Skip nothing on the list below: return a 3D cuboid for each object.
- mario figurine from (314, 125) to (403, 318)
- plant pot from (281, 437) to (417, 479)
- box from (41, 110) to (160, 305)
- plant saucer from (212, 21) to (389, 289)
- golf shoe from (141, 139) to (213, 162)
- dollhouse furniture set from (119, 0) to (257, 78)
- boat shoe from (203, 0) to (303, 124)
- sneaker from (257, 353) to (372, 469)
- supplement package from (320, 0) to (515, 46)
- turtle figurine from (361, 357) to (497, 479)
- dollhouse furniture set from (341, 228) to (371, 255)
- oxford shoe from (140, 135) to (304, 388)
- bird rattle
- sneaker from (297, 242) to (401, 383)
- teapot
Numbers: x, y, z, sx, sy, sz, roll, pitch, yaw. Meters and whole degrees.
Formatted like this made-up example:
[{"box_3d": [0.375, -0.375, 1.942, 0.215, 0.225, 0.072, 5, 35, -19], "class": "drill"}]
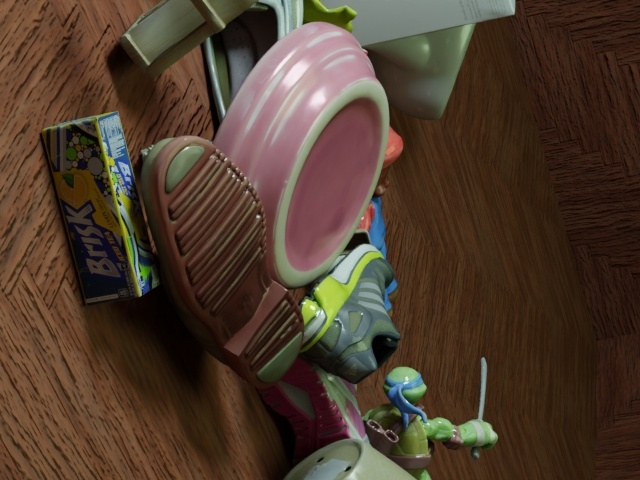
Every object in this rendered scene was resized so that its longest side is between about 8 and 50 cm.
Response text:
[{"box_3d": [0.022, -0.045, 2.087, 0.198, 0.170, 0.320, -141, -140, -58], "class": "mario figurine"}, {"box_3d": [0.070, 0.376, 1.777, 0.274, 0.256, 0.256, 57, 23, -16], "class": "plant pot"}, {"box_3d": [-0.200, -0.029, 1.399, 0.054, 0.059, 0.169, -36, 114, -70], "class": "box"}, {"box_3d": [-0.017, -0.076, 1.708, 0.332, 0.084, 0.332, -50, 152, -38], "class": "plant saucer"}, {"box_3d": [-0.136, -0.064, 1.623, 0.176, 0.069, 0.086, -2, 88, -72], "class": "golf shoe"}, {"box_3d": [-0.211, -0.360, 1.513, 0.355, 0.174, 0.303, 52, 14, -14], "class": "dollhouse furniture set"}, {"box_3d": [-0.086, -0.237, 1.797, 0.103, 0.118, 0.320, -28, 115, -74], "class": "boat shoe"}, {"box_3d": [0.008, 0.205, 1.856, 0.111, 0.103, 0.252, -74, 150, -52], "class": "sneaker"}, {"box_3d": [0.131, -0.423, 2.281, 0.177, 0.293, 0.175, -81, 155, -48], "class": "supplement package"}, {"box_3d": [0.126, 0.283, 2.011, 0.274, 0.198, 0.266, -128, -139, -79], "class": "turtle figurine"}, {"box_3d": [0.000, 0.000, 1.935, 0.081, 0.114, 0.091, -63, 142, -56], "class": "dollhouse furniture set"}, {"box_3d": [-0.125, 0.019, 1.514, 0.123, 0.130, 0.348, -48, 144, -25], "class": "oxford shoe"}, {"box_3d": [-0.015, -0.313, 2.057, 0.207, 0.143, 0.253, 64, 14, 3], "class": "bird rattle"}, {"box_3d": [0.038, 0.095, 1.806, 0.121, 0.111, 0.300, 44, 23, 2], "class": "sneaker"}, {"box_3d": [0.147, -0.330, 2.496, 0.256, 0.187, 0.252, 102, 9, -62], "class": "teapot"}]
